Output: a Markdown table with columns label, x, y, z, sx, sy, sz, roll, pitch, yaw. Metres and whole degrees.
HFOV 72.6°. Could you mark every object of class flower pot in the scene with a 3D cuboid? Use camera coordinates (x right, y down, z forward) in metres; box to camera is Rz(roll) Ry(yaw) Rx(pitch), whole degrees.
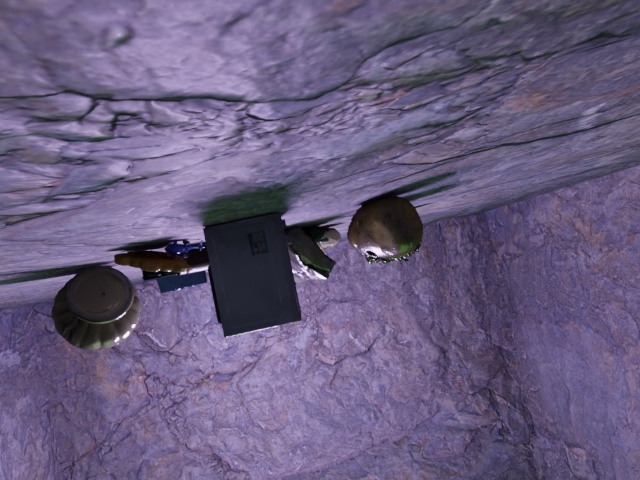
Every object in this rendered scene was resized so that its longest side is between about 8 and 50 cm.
| label | x | y | z | sx | sy | sz | roll | pitch | yaw |
| --- | --- | --- | --- | --- | --- | --- | --- | --- | --- |
| flower pot | -0.805 | 0.231 | 1.590 | 0.307 | 0.307 | 0.244 | -10 | 159 | -35 |

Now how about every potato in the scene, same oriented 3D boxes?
| label | x | y | z | sx | sy | sz | roll | pitch | yaw |
| --- | --- | --- | --- | --- | --- | --- | --- | --- | --- |
| potato | 0.194 | -0.035 | 1.361 | 0.141 | 0.192 | 0.296 | -25 | -175 | -38 |

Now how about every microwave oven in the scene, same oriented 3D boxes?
| label | x | y | z | sx | sy | sz | roll | pitch | yaw |
| --- | --- | --- | --- | --- | --- | --- | --- | --- | --- |
| microwave oven | -0.183 | 0.093 | 1.221 | 0.237 | 0.295 | 0.181 | -12 | 178 | -2 |

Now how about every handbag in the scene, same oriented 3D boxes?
| label | x | y | z | sx | sy | sz | roll | pitch | yaw |
| --- | --- | --- | --- | --- | --- | --- | --- | --- | --- |
| handbag | -0.601 | 0.141 | 1.872 | 0.221 | 0.144 | 0.057 | -14 | -177 | 10 |

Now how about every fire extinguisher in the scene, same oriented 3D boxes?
| label | x | y | z | sx | sy | sz | roll | pitch | yaw |
| --- | --- | --- | --- | --- | --- | --- | --- | --- | --- |
| fire extinguisher | -0.365 | 0.051 | 1.617 | 0.341 | 0.105 | 0.141 | -10 | -163 | -30 |

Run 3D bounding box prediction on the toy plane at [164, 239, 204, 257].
| label | x | y | z | sx | sy | sz | roll | pitch | yaw |
| --- | --- | --- | --- | --- | --- | --- | --- | --- | --- |
| toy plane | -0.422 | 0.021 | 1.357 | 0.062 | 0.054 | 0.167 | 15 | -171 | 27 |

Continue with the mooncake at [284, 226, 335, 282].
| label | x | y | z | sx | sy | sz | roll | pitch | yaw |
| --- | --- | --- | --- | --- | --- | --- | --- | --- | --- |
| mooncake | -0.092 | 0.056 | 1.745 | 0.254 | 0.250 | 0.136 | -14 | -140 | 50 |

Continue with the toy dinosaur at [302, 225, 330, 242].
| label | x | y | z | sx | sy | sz | roll | pitch | yaw |
| --- | --- | --- | --- | --- | --- | --- | --- | --- | --- |
| toy dinosaur | -0.059 | -0.013 | 1.849 | 0.120 | 0.079 | 0.292 | -3 | 170 | -33 |

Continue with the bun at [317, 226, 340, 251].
| label | x | y | z | sx | sy | sz | roll | pitch | yaw |
| --- | --- | --- | --- | --- | --- | --- | --- | --- | --- |
| bun | 0.000 | 0.000 | 1.962 | 0.188 | 0.111 | 0.164 | -5 | 170 | -43 |

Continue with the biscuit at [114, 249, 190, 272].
| label | x | y | z | sx | sy | sz | roll | pitch | yaw |
| --- | --- | --- | --- | --- | --- | --- | --- | --- | --- |
| biscuit | -0.502 | 0.056 | 1.330 | 0.212 | 0.041 | 0.238 | 7 | -174 | -13 |

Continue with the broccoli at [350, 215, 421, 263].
| label | x | y | z | sx | sy | sz | roll | pitch | yaw |
| --- | --- | --- | --- | --- | --- | --- | --- | --- | --- |
| broccoli | 0.223 | -0.051 | 1.580 | 0.288 | 0.248 | 0.245 | -3 | 144 | 22 |

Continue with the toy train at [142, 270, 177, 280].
| label | x | y | z | sx | sy | sz | roll | pitch | yaw |
| --- | --- | --- | --- | --- | --- | --- | --- | --- | --- |
| toy train | -0.480 | 0.076 | 1.696 | 0.409 | 0.086 | 0.089 | -11 | 177 | -18 |
